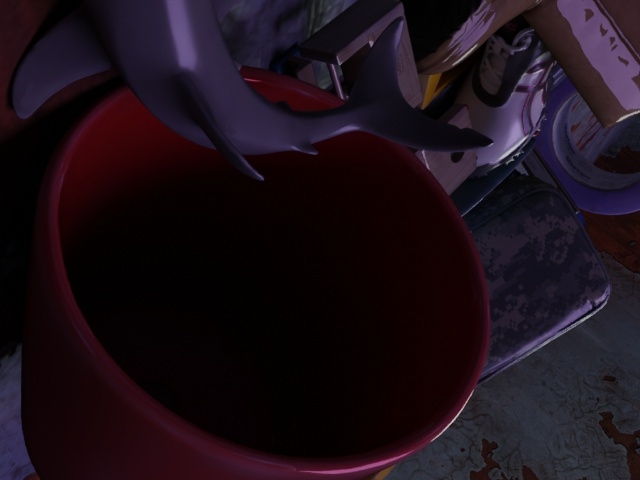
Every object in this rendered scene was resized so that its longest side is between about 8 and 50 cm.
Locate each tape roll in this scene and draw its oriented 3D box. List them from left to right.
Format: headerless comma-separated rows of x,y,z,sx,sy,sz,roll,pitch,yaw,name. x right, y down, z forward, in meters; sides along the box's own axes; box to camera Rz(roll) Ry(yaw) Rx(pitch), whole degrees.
0.504,-0.187,1.632,0.090,0.275,0.275,-32,158,-48,tape roll

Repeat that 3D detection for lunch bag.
0.230,0.045,1.355,0.305,0.213,0.256,-33,-167,2,lunch bag

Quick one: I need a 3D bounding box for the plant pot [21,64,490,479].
-0.071,0.065,0.605,0.275,0.275,0.243,-36,170,-43,plant pot

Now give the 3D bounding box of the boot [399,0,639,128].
0.211,-0.180,0.844,0.236,0.089,0.269,-51,130,3,boot

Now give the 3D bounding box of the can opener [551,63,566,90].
0.295,-0.182,1.364,0.283,0.095,0.076,-43,166,-2,can opener

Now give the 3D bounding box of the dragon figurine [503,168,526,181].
0.265,-0.065,1.595,0.144,0.085,0.289,-60,168,26,dragon figurine

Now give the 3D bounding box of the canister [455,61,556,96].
0.250,-0.224,1.167,0.170,0.073,0.126,-53,168,9,canister

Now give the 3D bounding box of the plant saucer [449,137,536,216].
0.125,-0.038,1.163,0.317,0.044,0.317,-40,-178,2,plant saucer

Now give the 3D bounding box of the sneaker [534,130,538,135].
0.306,-0.173,1.489,0.064,0.067,0.175,-49,168,-11,sneaker

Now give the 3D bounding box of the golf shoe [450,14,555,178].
0.195,-0.189,0.967,0.120,0.105,0.273,7,123,-49,golf shoe

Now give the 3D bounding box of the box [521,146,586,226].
0.383,-0.081,1.554,0.036,0.136,0.225,-34,165,11,box

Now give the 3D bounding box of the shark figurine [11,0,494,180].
-0.033,-0.070,0.485,0.166,0.116,0.278,-46,143,13,shark figurine

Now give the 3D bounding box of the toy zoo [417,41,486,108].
0.175,-0.252,0.956,0.293,0.030,0.192,-42,164,-27,toy zoo

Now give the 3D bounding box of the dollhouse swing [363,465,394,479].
0.014,0.277,1.339,0.347,0.315,0.305,-54,145,13,dollhouse swing

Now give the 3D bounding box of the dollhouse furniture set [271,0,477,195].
0.028,-0.112,0.752,0.129,0.129,0.184,-43,135,-28,dollhouse furniture set
